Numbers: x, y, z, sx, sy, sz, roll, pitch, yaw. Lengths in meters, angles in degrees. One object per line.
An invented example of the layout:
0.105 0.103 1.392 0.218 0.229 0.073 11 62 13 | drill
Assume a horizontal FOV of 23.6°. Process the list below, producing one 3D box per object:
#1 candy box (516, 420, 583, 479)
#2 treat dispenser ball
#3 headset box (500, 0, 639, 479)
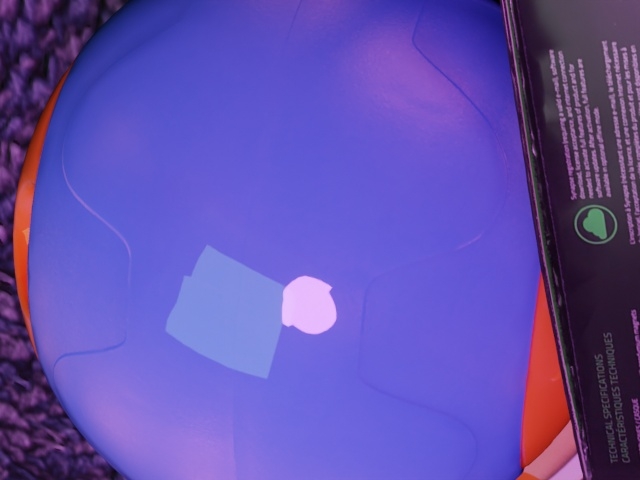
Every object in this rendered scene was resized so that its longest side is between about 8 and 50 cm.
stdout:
0.251 0.172 0.775 0.316 0.087 0.183 40 130 11 | candy box
0.000 0.000 0.725 0.288 0.288 0.288 17 123 28 | treat dispenser ball
0.165 -0.084 0.577 0.131 0.283 0.246 -4 114 20 | headset box
